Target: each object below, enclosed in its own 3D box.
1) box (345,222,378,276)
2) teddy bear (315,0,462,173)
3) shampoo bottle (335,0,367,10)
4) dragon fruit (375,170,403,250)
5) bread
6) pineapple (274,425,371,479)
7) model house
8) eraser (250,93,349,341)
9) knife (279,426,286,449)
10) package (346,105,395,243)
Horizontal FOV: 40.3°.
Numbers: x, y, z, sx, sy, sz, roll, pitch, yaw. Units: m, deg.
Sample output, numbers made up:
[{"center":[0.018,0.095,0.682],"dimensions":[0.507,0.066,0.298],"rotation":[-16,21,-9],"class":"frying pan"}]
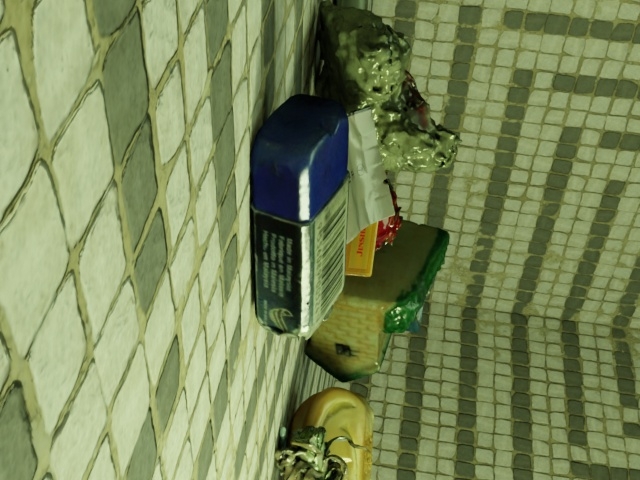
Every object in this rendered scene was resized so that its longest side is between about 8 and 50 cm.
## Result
[{"center":[0.050,-0.027,1.925],"dimensions":[0.274,0.076,0.174],"rotation":[-153,-110,-74],"class":"box"},{"center":[0.108,-0.294,1.612],"dimensions":[0.357,0.224,0.367],"rotation":[54,-15,15],"class":"teddy bear"},{"center":[0.074,-0.595,1.848],"dimensions":[0.153,0.071,0.284],"rotation":[-79,176,-50],"class":"shampoo bottle"},{"center":[0.093,-0.083,2.165],"dimensions":[0.192,0.274,0.193],"rotation":[-20,-155,52],"class":"dragon fruit"},{"center":[0.013,0.514,2.115],"dimensions":[0.270,0.211,0.316],"rotation":[35,54,-76],"class":"bread"},{"center":[-0.011,0.541,1.868],"dimensions":[0.262,0.262,0.272],"rotation":[-40,122,-83],"class":"pineapple"},{"center":[0.136,0.169,2.319],"dimensions":[0.382,0.334,0.343],"rotation":[-61,159,-49],"class":"model house"},{"center":[-0.028,-0.022,1.207],"dimensions":[0.155,0.101,0.332],"rotation":[-54,153,-45],"class":"eraser"},{"center":[-0.084,0.467,1.943],"dimensions":[0.210,0.015,0.028],"rotation":[92,0,-52],"class":"knife"},{"center":[0.020,-0.098,1.427],"dimensions":[0.250,0.062,0.204],"rotation":[-26,112,-46],"class":"package"}]
